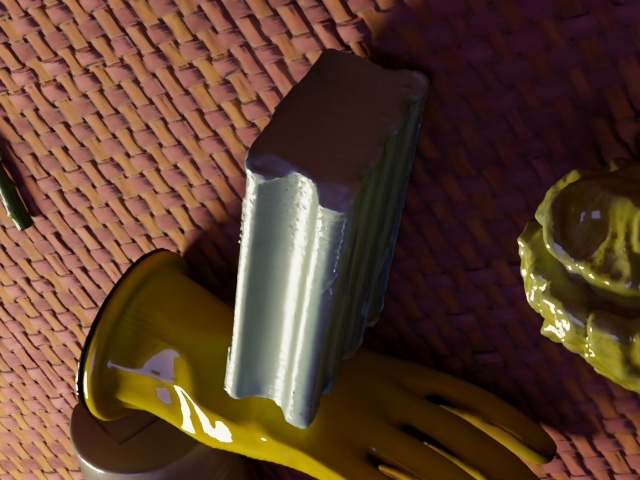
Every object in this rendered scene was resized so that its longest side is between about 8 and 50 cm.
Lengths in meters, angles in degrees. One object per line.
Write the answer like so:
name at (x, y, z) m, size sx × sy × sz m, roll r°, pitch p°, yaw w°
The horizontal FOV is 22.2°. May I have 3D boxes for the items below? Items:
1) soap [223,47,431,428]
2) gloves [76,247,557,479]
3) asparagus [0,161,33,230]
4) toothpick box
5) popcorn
soap at (0.000, 0.000, 0.899) m, size 0.063 × 0.114 × 0.198 m, roll 24°, pitch 139°, yaw 12°
gloves at (0.006, 0.112, 0.997) m, size 0.294 × 0.133 × 0.116 m, roll 23°, pitch 134°, yaw 17°
asparagus at (-0.228, -0.071, 1.064) m, size 0.016 × 0.016 × 0.163 m, roll 19°, pitch 144°, yaw 47°
toothpick box at (-0.103, 0.179, 1.159) m, size 0.111 × 0.111 × 0.181 m, roll 11°, pitch 137°, yaw 26°
popcorn at (0.165, 0.017, 0.787) m, size 0.141 × 0.135 × 0.162 m, roll 9°, pitch 133°, yaw 18°
